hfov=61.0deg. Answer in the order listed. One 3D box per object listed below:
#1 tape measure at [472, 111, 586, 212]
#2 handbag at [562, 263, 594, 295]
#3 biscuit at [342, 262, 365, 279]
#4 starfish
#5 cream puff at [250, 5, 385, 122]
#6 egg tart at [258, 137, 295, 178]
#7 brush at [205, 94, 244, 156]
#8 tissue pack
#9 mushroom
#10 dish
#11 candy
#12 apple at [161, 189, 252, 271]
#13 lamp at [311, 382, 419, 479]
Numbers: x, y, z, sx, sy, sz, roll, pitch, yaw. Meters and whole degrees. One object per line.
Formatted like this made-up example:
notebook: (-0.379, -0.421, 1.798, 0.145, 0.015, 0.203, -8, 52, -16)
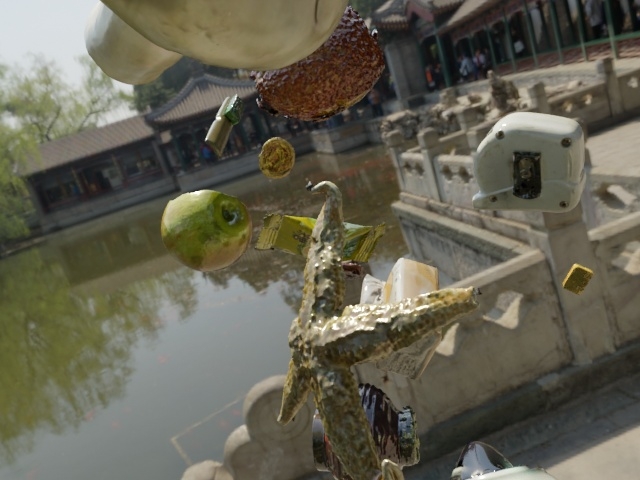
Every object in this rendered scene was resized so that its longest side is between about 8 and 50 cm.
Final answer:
tape measure: (0.505, -0.178, 1.337, 0.258, 0.265, 0.130, 6, 38, 35)
handbag: (0.779, 0.118, 1.642, 0.061, 0.083, 0.027, 23, 24, 9)
biscuit: (0.056, 0.099, 1.823, 0.192, 0.049, 0.192, 7, -15, 2)
starfish: (0.056, 0.141, 0.823, 0.324, 0.432, 0.082, 17, 1, 40)
cream puff: (-0.017, -0.464, 1.344, 0.351, 0.228, 0.350, -6, 53, 9)
egg tart: (-0.138, -0.252, 1.672, 0.129, 0.128, 0.049, -24, 25, -23)
brush: (-0.231, -0.291, 1.344, 0.048, 0.054, 0.282, -26, 30, 19)
tissue pack: (0.228, 0.219, 1.638, 0.239, 0.238, 0.305, -14, 32, 18)
mushroom: (-0.113, -0.308, 0.535, 0.315, 0.315, 0.356, -20, 15, -8)
dish: (0.173, 0.247, 0.561, 0.141, 0.078, 0.141, -10, -32, -6)
candy: (0.000, 0.000, 1.302, 0.297, 0.081, 0.187, 4, -29, -14)
apple: (-0.302, -0.041, 1.478, 0.246, 0.246, 0.226, -30, -7, -40)
lamp: (0.102, 0.433, 1.185, 0.247, 0.247, 0.247, -17, 13, 4)
